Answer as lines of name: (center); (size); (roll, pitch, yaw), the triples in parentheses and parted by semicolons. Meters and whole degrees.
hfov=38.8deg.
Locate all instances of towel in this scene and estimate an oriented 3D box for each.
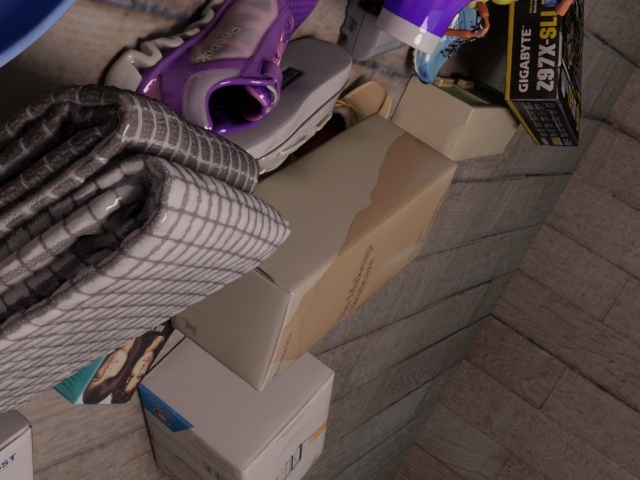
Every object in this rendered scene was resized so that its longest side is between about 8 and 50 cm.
towel: (-0.184, 0.016, 0.616); (0.283, 0.121, 0.235); (-31, 170, 9)

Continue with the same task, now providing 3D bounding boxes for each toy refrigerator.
toy refrigerator: (0.212, -0.186, 1.343); (0.269, 0.102, 0.094); (-16, 136, -60)

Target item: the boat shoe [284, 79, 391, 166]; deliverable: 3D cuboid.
boat shoe: (0.024, -0.131, 1.054); (0.170, 0.063, 0.059); (-48, 164, -20)

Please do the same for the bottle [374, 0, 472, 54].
bottle: (0.144, -0.317, 0.857); (0.118, 0.092, 0.283); (-4, 126, -60)

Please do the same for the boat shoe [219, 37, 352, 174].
boat shoe: (-0.061, -0.108, 0.862); (0.267, 0.096, 0.088); (-48, 157, -47)

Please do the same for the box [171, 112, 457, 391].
box: (0.000, 0.000, 0.938); (0.311, 0.121, 0.148); (-37, 154, -44)

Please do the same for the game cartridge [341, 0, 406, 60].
game cartridge: (0.127, -0.347, 0.982); (0.198, 0.062, 0.297); (-27, 145, -46)

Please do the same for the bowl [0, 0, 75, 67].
bowl: (-0.188, -0.228, 0.278); (0.391, 0.077, 0.391); (-42, 141, -47)

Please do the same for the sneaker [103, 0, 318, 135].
sneaker: (-0.066, -0.149, 0.764); (0.236, 0.104, 0.095); (-46, 156, -28)

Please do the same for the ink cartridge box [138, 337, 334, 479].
ink cartridge box: (-0.103, 0.229, 1.151); (0.168, 0.171, 0.233); (-44, 157, -30)

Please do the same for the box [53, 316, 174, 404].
box: (-0.168, 0.042, 0.880); (0.244, 0.060, 0.100); (-58, 160, 2)

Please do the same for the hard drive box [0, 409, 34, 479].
hard drive box: (-0.337, 0.249, 0.764); (0.181, 0.089, 0.232); (-37, 153, -42)

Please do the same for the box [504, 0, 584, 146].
box: (0.338, -0.295, 1.345); (0.322, 0.079, 0.257); (14, 81, -69)

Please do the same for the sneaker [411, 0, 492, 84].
sneaker: (0.176, -0.272, 1.171); (0.162, 0.073, 0.063); (-60, 160, 11)

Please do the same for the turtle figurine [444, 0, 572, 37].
turtle figurine: (0.208, -0.323, 0.953); (0.269, 0.087, 0.217); (-10, -128, 64)
